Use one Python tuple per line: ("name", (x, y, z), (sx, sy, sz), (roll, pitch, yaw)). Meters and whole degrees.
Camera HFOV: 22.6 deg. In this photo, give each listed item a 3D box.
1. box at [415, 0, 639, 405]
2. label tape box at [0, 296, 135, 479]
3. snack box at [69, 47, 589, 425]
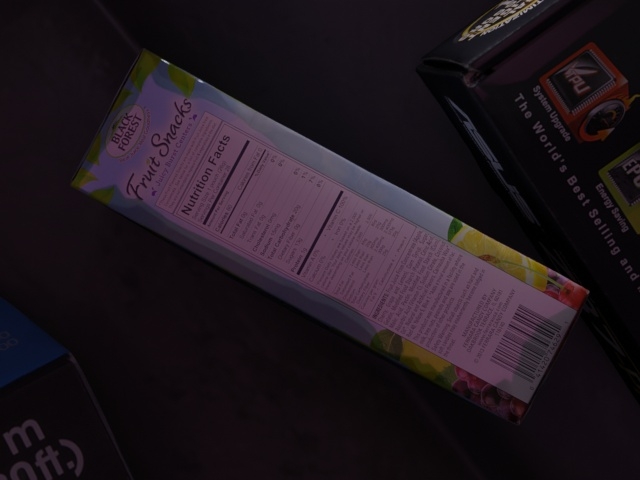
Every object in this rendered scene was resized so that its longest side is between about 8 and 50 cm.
("box", (0.282, -0.010, 0.740), (0.318, 0.097, 0.395), (-35, 103, -5))
("label tape box", (-0.201, 0.158, 0.687), (0.249, 0.115, 0.348), (-28, 99, -25))
("snack box", (0.000, 0.000, 0.717), (0.207, 0.174, 0.070), (27, 88, -3))
